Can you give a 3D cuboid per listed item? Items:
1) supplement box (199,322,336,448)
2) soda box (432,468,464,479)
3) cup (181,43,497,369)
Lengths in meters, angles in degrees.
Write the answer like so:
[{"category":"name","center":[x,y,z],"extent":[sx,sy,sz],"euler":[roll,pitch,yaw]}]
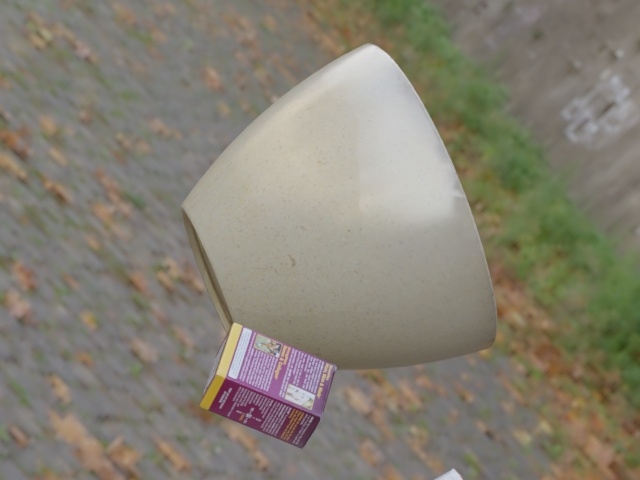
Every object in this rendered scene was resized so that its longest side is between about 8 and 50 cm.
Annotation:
[{"category":"supplement box","center":[-0.038,0.105,1.227],"extent":[0.083,0.043,0.055],"euler":[24,43,-5]},{"category":"soda box","center":[0.116,0.284,1.088],"extent":[0.263,0.092,0.083],"euler":[60,-3,-13]},{"category":"cup","center":[0.000,0.000,1.698],"extent":[0.331,0.237,0.331],"euler":[157,-90,-81]}]
